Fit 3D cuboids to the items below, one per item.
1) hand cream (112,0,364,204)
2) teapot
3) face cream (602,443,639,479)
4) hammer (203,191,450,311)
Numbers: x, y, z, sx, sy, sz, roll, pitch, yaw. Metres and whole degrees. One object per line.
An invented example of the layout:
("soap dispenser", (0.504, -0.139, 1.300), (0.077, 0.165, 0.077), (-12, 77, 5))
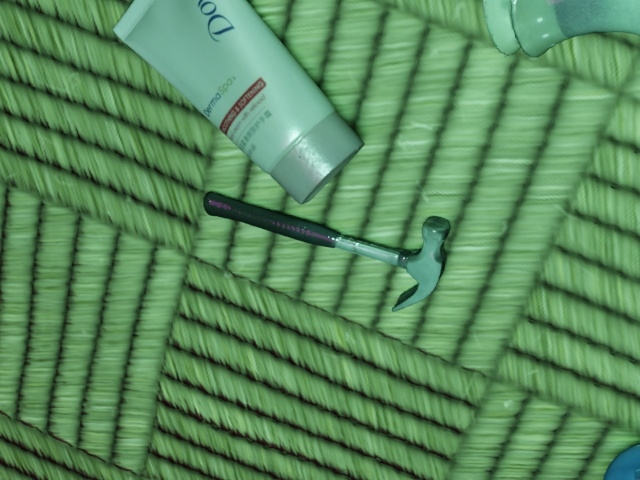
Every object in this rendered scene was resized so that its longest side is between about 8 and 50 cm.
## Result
("hand cream", (-0.070, -0.149, 1.054), (0.248, 0.083, 0.133), (45, 123, 2))
("teapot", (0.253, -0.189, 0.857), (0.250, 0.183, 0.183), (7, 122, 31))
("face cream", (0.358, 0.309, 1.158), (0.149, 0.083, 0.264), (-16, 113, 27))
("hammer", (0.000, 0.000, 1.142), (0.246, 0.029, 0.103), (14, 123, 14))
